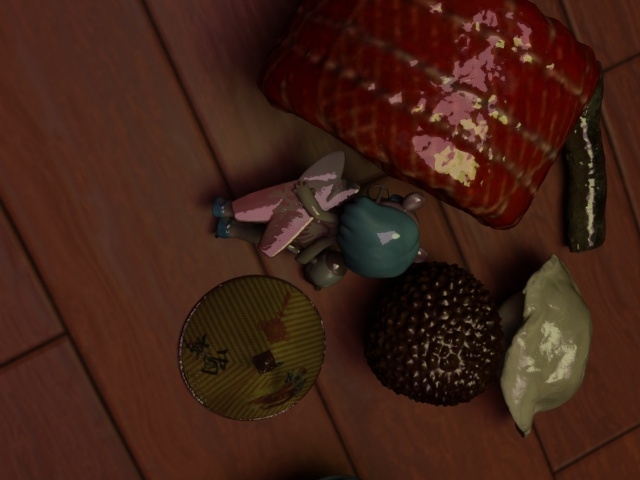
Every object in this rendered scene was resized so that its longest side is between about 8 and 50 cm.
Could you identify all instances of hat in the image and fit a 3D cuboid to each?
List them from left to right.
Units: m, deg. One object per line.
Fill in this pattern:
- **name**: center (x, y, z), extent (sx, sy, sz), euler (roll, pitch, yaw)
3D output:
- **hat**: center (-0.076, 0.145, 1.403), extent (0.193, 0.082, 0.193), euler (-3, 101, -14)

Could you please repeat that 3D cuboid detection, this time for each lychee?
- **lychee**: center (0.142, 0.115, 1.404), extent (0.188, 0.188, 0.188), euler (-3, 101, -15)

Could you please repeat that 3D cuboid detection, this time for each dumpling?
- **dumpling**: center (0.283, 0.141, 1.468), extent (0.132, 0.162, 0.250), euler (13, 106, 21)

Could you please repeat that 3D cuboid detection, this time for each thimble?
- **thimble**: center (0.123, -0.180, 1.275), extent (0.350, 0.350, 0.230), euler (29, 93, -19)

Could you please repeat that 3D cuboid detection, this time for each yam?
- **yam**: center (0.350, -0.109, 1.490), extent (0.061, 0.061, 0.252), euler (-8, 103, -14)

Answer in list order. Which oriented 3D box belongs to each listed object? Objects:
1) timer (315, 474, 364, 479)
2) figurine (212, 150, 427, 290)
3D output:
- **timer**: center (0.007, 0.515, 1.365), extent (0.395, 0.173, 0.394), euler (14, 62, -27)
- **figurine**: center (-0.003, 0.003, 1.358), extent (0.260, 0.103, 0.205), euler (5, 128, 10)
